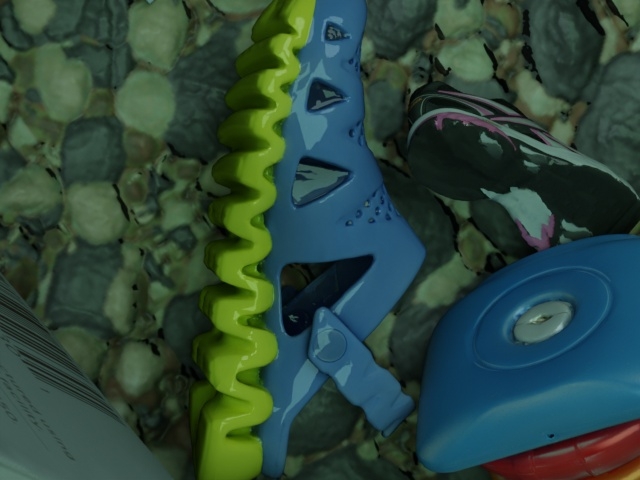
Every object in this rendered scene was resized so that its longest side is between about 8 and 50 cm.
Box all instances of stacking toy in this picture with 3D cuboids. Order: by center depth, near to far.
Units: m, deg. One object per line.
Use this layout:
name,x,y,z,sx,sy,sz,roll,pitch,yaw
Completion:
stacking toy,0.199,0.160,0.969,0.175,0.165,0.301,-21,117,22

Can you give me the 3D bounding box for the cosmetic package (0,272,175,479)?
cosmetic package,-0.324,0.154,0.751,0.393,0.327,0.329,-45,64,-1

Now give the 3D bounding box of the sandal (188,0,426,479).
sandal,0.000,0.000,0.947,0.138,0.126,0.317,5,102,-10

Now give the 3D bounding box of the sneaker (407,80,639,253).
sneaker,0.128,-0.053,0.978,0.178,0.077,0.072,29,120,-28

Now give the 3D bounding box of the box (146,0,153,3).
box,-0.131,-0.245,0.946,0.109,0.042,0.178,-45,97,-1
